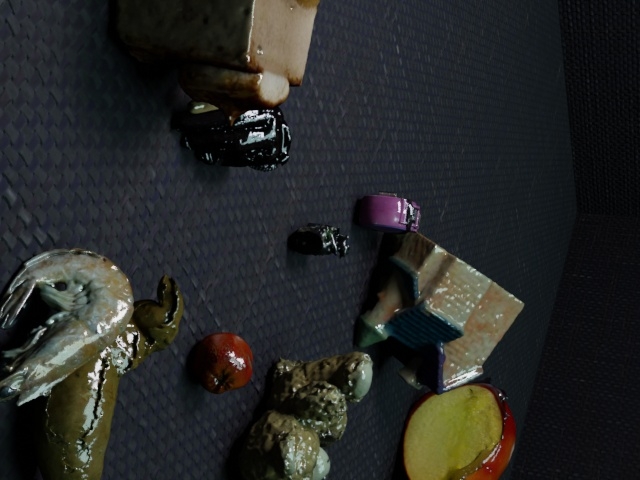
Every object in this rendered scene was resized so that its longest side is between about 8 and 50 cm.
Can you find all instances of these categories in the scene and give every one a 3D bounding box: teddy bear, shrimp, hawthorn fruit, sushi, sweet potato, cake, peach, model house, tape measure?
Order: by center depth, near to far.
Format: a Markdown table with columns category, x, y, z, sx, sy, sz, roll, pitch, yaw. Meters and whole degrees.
| category | x | y | z | sx | sy | sz | roll | pitch | yaw |
| --- | --- | --- | --- | --- | --- | --- | --- | --- | --- |
| shrimp | -0.292 | 0.088 | 0.946 | 0.126 | 0.047 | 0.223 | 49 | 51 | -2 |
| sweet potato | -0.254 | 0.168 | 1.014 | 0.124 | 0.098 | 0.310 | 33 | 65 | -30 |
| cake | -0.119 | -0.289 | 1.098 | 0.196 | 0.198 | 0.293 | -6 | 106 | -70 |
| hawthorn fruit | -0.140 | 0.172 | 1.294 | 0.093 | 0.093 | 0.093 | -26 | 119 | -61 |
| teddy bear | -0.036 | 0.307 | 1.453 | 0.267 | 0.156 | 0.256 | 113 | 1 | -48 |
| sushi | 0.000 | 0.000 | 1.534 | 0.083 | 0.084 | 0.056 | 3 | 93 | -64 |
| tape measure | 0.135 | -0.052 | 1.773 | 0.125 | 0.118 | 0.074 | 49 | 49 | -80 |
| model house | 0.219 | 0.158 | 1.913 | 0.312 | 0.245 | 0.280 | 32 | 93 | -35 |
| peach | 0.329 | 0.517 | 2.145 | 0.201 | 0.257 | 0.362 | 66 | 35 | -38 |

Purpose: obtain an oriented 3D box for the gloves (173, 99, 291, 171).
| category | x | y | z | sx | sy | sz | roll | pitch | yaw |
| --- | --- | --- | --- | --- | --- | --- | --- | --- | --- |
| gloves | -0.115 | -0.163 | 1.226 | 0.180 | 0.106 | 0.129 | 4 | 94 | -69 |
